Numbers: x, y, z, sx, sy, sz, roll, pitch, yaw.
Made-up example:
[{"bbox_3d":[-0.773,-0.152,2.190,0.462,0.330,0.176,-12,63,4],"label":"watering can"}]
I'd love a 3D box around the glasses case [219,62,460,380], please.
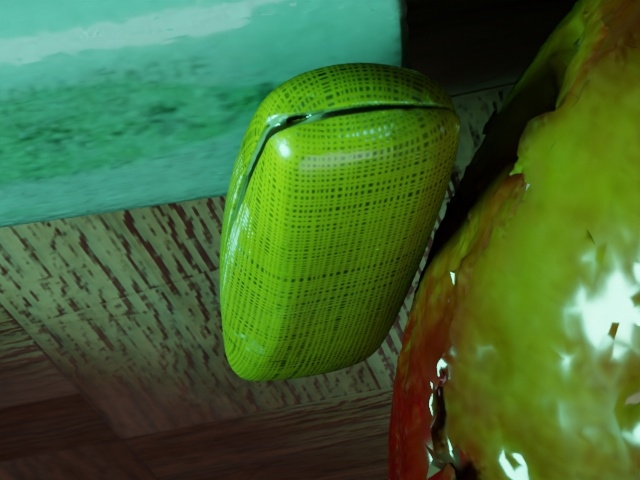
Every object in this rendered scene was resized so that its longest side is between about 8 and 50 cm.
[{"bbox_3d":[0.000,0.000,0.772,0.079,0.064,0.234,-5,157,-9],"label":"glasses case"}]

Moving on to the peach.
[{"bbox_3d":[0.191,0.055,0.794,0.353,0.339,0.416,-17,147,-21],"label":"peach"}]

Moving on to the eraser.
[{"bbox_3d":[-0.080,-0.070,0.769,0.227,0.081,0.174,-8,158,2],"label":"eraser"}]
